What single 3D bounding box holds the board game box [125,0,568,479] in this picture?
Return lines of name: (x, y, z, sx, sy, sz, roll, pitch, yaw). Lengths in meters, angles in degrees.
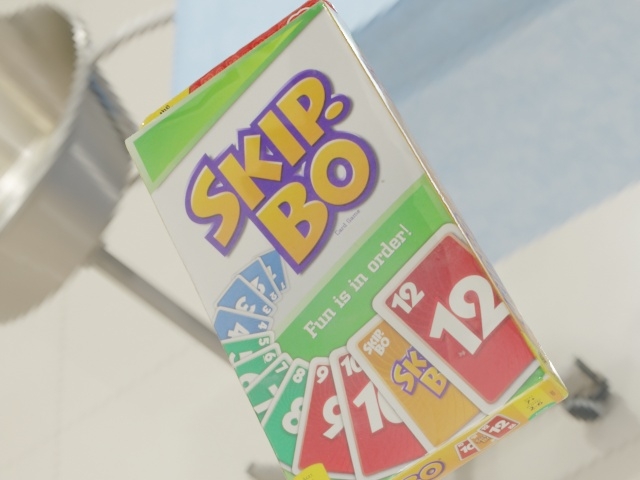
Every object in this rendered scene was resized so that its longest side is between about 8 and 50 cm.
board game box: (0.000, 0.000, 0.836, 0.124, 0.039, 0.259, -35, 55, 9)
